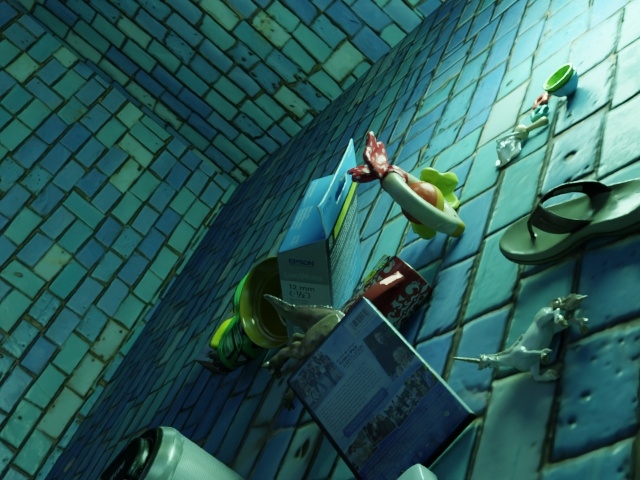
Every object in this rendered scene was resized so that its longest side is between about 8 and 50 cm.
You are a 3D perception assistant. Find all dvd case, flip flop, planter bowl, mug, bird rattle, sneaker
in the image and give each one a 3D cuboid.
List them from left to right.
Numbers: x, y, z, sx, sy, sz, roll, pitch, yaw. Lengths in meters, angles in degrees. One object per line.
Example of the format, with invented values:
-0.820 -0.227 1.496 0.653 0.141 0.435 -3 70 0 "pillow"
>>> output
-0.149 0.190 1.882 0.146 0.134 0.344 -20 34 35 "sneaker"
-0.085 0.150 1.736 0.217 0.090 0.217 -11 73 37 "planter bowl"
0.075 0.223 1.040 0.180 0.022 0.253 -49 51 7 "dvd case"
0.110 0.119 1.287 0.169 0.113 0.150 -47 4 -4 "mug"
0.179 -0.095 1.385 0.143 0.253 0.207 -48 39 11 "bird rattle"
0.353 -0.041 1.023 0.277 0.080 0.112 -24 30 58 "flip flop"

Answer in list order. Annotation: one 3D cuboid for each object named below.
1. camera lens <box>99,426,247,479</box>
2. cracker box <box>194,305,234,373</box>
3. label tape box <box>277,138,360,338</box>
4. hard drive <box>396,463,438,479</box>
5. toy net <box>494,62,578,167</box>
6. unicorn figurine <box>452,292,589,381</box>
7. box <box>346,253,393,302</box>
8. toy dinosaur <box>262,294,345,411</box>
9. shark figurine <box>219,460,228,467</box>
-0.211 0.438 1.126 0.219 0.274 0.219 -46 15 16 "camera lens"
-0.244 0.258 2.051 0.232 0.067 0.155 -55 15 -19 "cracker box"
0.000 0.000 1.498 0.115 0.348 0.249 5 39 15 "label tape box"
0.070 0.429 0.784 0.233 0.047 0.353 -47 16 12 "hard drive"
0.404 -0.244 1.427 0.232 0.045 0.122 -48 15 9 "toy net"
0.266 0.132 0.927 0.162 0.060 0.111 -37 12 -13 "unicorn figurine"
0.103 0.110 1.434 0.169 0.054 0.059 -51 15 -6 "box"
0.030 0.186 1.176 0.200 0.296 0.127 -40 -26 24 "toy dinosaur"
-0.222 0.467 1.414 0.166 0.116 0.278 -45 18 12 "shark figurine"
